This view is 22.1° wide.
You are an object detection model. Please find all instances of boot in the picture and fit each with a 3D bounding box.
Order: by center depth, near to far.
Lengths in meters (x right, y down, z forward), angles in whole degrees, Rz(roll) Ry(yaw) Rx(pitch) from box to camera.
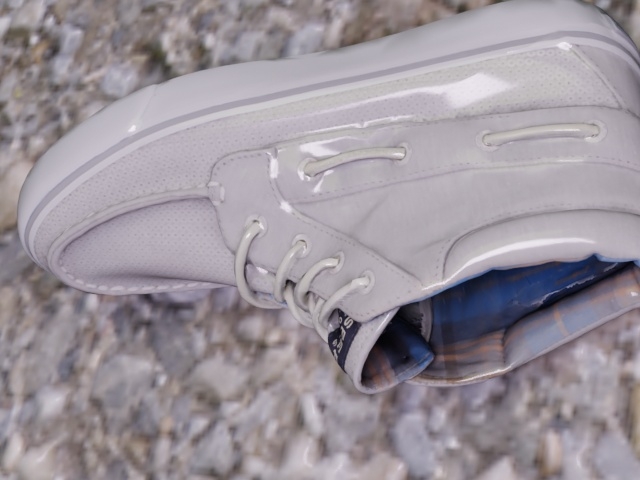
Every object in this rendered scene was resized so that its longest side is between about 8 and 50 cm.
[{"bbox_3d":[0.000,0.000,0.612,0.258,0.095,0.123,-17,52,17],"label":"boot"}]
